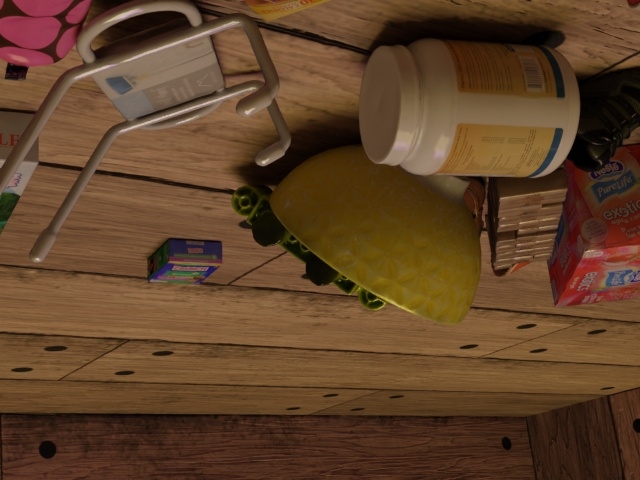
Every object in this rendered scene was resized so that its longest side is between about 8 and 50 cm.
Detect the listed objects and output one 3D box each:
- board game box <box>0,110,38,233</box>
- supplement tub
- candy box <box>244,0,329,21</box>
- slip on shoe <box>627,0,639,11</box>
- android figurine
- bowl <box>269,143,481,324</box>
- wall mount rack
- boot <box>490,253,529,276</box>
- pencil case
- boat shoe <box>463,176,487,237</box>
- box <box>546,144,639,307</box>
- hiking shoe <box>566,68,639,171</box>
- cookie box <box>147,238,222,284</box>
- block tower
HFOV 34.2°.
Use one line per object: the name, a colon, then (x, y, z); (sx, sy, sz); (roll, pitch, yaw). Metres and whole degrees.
board game box: (-0.520, -0.069, 1.213); (0.319, 0.065, 0.318); (3, 159, -26)
supplement tub: (0.154, -0.139, 1.101); (0.200, 0.144, 0.144); (1, 160, -18)
candy box: (0.011, -0.252, 0.865); (0.187, 0.053, 0.109); (-12, 161, 21)
slip on shoe: (0.259, -0.281, 0.804); (0.101, 0.123, 0.331); (23, 174, 17)
android figurine: (0.000, 0.000, 1.388); (0.056, 0.248, 0.273); (-57, 173, 12)
bowl: (0.098, -0.041, 1.303); (0.289, 0.289, 0.156); (17, 110, -50)
wall mount rack: (-0.186, -0.100, 1.015); (0.304, 0.130, 0.350); (-21, 171, -2)
boot: (0.354, 0.021, 1.787); (0.085, 0.059, 0.158); (-3, 161, -24)
pencil case: (-0.224, -0.218, 0.832); (0.098, 0.095, 0.209); (2, 157, -25)
boat shoe: (0.194, -0.024, 1.520); (0.111, 0.104, 0.307); (-8, 161, 7)
box: (0.425, -0.015, 1.553); (0.142, 0.154, 0.300); (-7, 160, 2)
hiking shoe: (0.332, -0.132, 1.227); (0.227, 0.114, 0.086); (-5, 162, -4)
cookie box: (-0.217, 0.035, 1.662); (0.092, 0.040, 0.107); (4, 158, -27)
block tower: (0.291, -0.050, 1.496); (0.097, 0.090, 0.335); (-7, 162, 4)
